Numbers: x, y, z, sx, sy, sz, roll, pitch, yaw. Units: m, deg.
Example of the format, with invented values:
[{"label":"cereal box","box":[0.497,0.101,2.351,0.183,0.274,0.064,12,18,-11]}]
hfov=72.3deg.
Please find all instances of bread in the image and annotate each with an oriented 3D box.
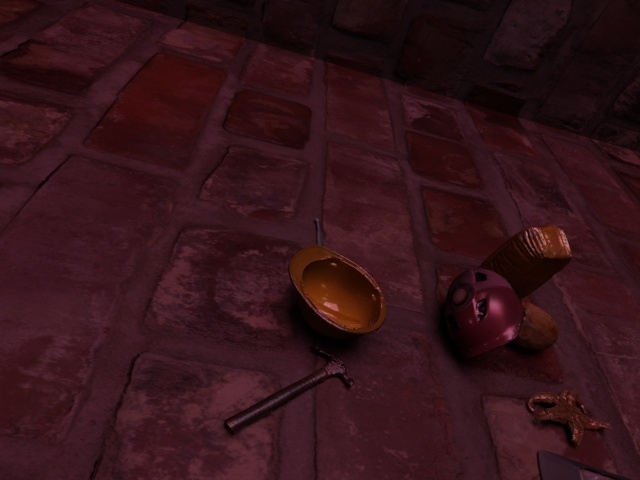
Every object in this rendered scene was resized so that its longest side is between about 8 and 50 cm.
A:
[{"label":"bread","box":[0.570,0.071,1.252,0.153,0.288,0.119,0,55,-20]}]

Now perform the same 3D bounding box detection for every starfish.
[{"label":"starfish","box":[0.609,0.420,1.062,0.210,0.053,0.150,21,45,-3]}]

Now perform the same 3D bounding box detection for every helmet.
[{"label":"helmet","box":[0.021,0.149,1.048,0.257,0.140,0.205,38,43,11]},{"label":"helmet","box":[0.401,0.165,1.128,0.154,0.198,0.253,53,34,0]}]

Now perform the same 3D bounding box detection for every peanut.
[{"label":"peanut","box":[0.574,0.236,1.206,0.159,0.109,0.140,34,52,-3]}]

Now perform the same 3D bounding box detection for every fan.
[{"label":"fan","box":[0.000,0.000,1.295,0.038,0.016,0.193,4,44,-15]}]

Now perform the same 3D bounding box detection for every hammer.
[{"label":"hammer","box":[-0.066,0.319,0.919,0.297,0.027,0.125,-20,56,-36]}]

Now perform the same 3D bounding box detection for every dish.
[{"label":"dish","box":[0.594,0.543,0.903,0.243,0.080,0.182,18,41,-1]}]
